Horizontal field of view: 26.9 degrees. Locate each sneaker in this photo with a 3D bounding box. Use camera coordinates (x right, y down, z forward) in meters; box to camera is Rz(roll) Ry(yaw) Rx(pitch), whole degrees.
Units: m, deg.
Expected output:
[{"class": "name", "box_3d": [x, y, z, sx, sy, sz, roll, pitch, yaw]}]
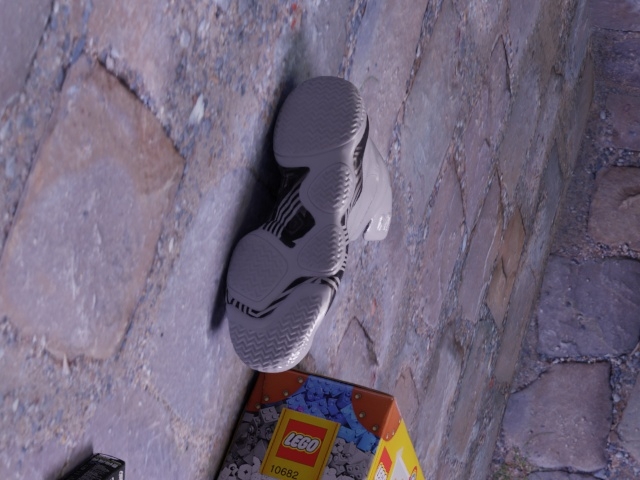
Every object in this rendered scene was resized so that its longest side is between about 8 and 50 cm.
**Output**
[{"class": "sneaker", "box_3d": [0.000, 0.000, 1.647, 0.210, 0.137, 0.366, 45, 56, -65]}]

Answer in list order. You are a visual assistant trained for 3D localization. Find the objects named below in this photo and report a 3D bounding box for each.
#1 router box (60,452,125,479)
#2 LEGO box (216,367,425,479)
[{"class": "router box", "box_3d": [-0.232, 0.284, 1.314, 0.092, 0.038, 0.122, -37, 136, -64]}, {"class": "LEGO box", "box_3d": [-0.005, 0.448, 1.840, 0.500, 0.193, 0.372, 68, 39, -59]}]
